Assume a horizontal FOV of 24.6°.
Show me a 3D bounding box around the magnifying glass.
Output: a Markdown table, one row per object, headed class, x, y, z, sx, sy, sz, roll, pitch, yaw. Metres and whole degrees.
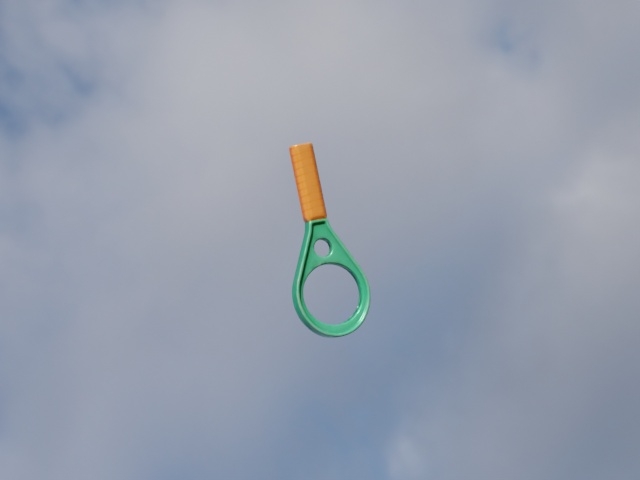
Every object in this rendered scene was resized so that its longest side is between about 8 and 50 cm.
| class | x | y | z | sx | sy | sz | roll | pitch | yaw |
| --- | --- | --- | --- | --- | --- | --- | --- | --- | --- |
| magnifying glass | 0.000 | 0.000 | 1.721 | 0.092 | 0.026 | 0.231 | -10 | -96 | -19 |
